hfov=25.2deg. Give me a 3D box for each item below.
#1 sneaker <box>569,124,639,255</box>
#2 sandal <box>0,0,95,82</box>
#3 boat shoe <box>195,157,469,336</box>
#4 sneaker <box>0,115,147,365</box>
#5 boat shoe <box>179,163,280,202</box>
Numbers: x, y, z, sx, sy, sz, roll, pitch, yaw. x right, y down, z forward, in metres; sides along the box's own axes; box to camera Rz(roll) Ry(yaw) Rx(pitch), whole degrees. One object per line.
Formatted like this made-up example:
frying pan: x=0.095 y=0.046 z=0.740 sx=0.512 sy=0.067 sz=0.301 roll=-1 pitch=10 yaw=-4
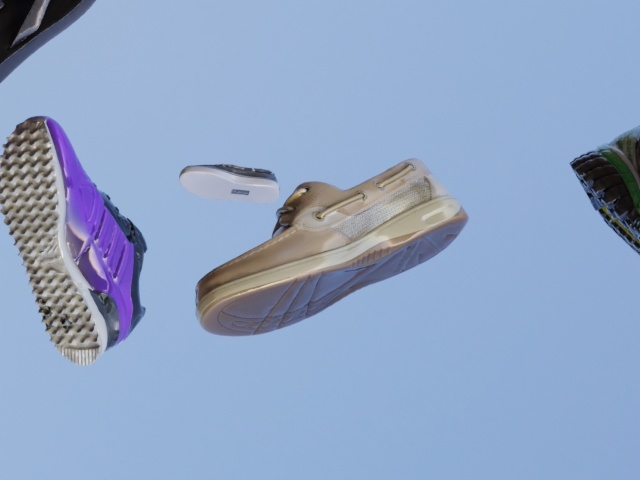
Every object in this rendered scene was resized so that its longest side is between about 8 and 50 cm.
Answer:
sneaker: x=0.377 y=-0.029 z=1.400 sx=0.146 sy=0.134 sz=0.343 roll=-37 pitch=-143 yaw=4
sandal: x=-0.316 y=-0.248 z=1.523 sx=0.097 sy=0.054 sz=0.254 roll=40 pitch=-93 yaw=28
boat shoe: x=0.000 y=0.000 z=1.331 sx=0.098 sy=0.302 sz=0.109 roll=57 pitch=-34 yaw=18
sneaker: x=-0.280 y=-0.013 z=1.695 sx=0.102 sy=0.293 sz=0.146 roll=-3 pitch=-164 yaw=37
boat shoe: x=-0.124 y=-0.082 z=1.933 sx=0.049 sy=0.142 sz=0.040 roll=120 pitch=-29 yaw=-42
